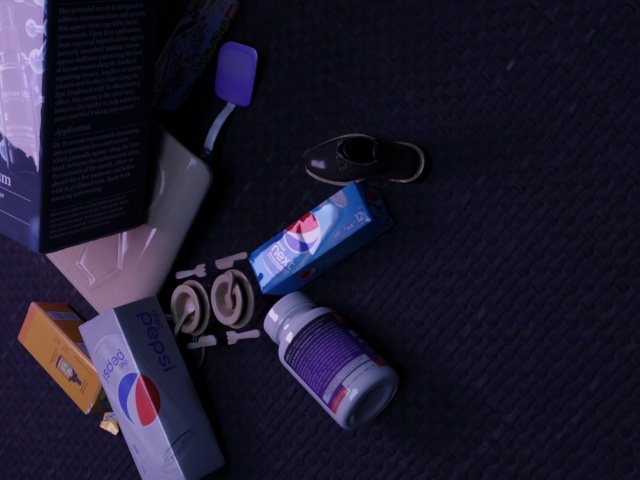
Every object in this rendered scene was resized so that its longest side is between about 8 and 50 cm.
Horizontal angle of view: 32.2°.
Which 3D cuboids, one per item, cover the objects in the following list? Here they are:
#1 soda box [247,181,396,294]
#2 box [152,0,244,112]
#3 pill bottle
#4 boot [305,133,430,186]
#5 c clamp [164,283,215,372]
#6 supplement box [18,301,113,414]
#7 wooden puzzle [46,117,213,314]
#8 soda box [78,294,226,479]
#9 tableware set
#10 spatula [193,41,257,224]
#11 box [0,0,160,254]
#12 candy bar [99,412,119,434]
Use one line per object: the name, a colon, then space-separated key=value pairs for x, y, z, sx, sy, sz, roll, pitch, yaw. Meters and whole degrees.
soda box: x=0.000 y=0.000 z=1.587 sx=0.210 sy=0.071 sz=0.067 roll=-35 pitch=68 yaw=27
box: x=-0.215 y=-0.304 z=1.736 sx=0.036 sy=0.114 sz=0.207 roll=42 pitch=109 yaw=29
pill bottle: x=0.010 y=0.161 z=1.543 sx=0.193 sy=0.108 sz=0.108 roll=44 pitch=109 yaw=29
boot: x=0.035 y=-0.121 z=1.535 sx=0.198 sy=0.137 sz=0.077 roll=-1 pitch=85 yaw=35
c clamp: x=-0.229 y=0.142 z=1.763 sx=0.160 sy=0.022 sz=0.137 roll=-5 pitch=88 yaw=32
supplement box: x=-0.403 y=0.191 z=1.826 sx=0.233 sy=0.080 sz=0.078 roll=38 pitch=109 yaw=39
wooden puzzle: x=-0.339 y=-0.073 z=1.811 sx=0.348 sy=0.080 sz=0.322 roll=39 pitch=113 yaw=28
soda box: x=-0.254 y=0.235 z=1.679 sx=0.091 sy=0.098 sz=0.286 roll=-27 pitch=84 yaw=36
tableware set: x=-0.170 y=0.096 z=1.661 sx=0.194 sy=0.039 sz=0.128 roll=-15 pitch=82 yaw=47
spatula: x=-0.166 y=-0.164 z=1.740 sx=0.084 sy=0.030 sz=0.296 roll=25 pitch=100 yaw=34
box: x=-0.421 y=-0.224 z=1.642 sx=0.293 sy=0.212 sz=0.395 roll=22 pitch=116 yaw=33
candy bar: x=-0.330 y=0.236 z=1.821 sx=0.040 sy=0.018 sz=0.161 roll=17 pitch=96 yaw=34
